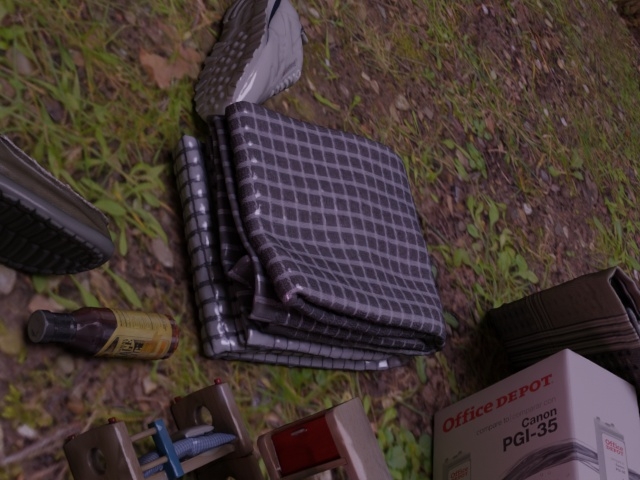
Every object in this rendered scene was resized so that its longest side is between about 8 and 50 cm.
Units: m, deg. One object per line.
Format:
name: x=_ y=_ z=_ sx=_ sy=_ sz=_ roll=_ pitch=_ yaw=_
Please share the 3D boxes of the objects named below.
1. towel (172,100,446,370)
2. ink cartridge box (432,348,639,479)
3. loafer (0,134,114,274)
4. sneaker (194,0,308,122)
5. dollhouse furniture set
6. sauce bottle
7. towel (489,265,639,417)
towel: x=0.000 y=0.000 z=1.001 sx=0.284 sy=0.121 sz=0.235 roll=14 pitch=56 yaw=-46
ink cartridge box: x=0.218 y=0.282 z=1.011 sx=0.117 sy=0.207 sz=0.283 roll=29 pitch=46 yaw=-26
loafer: x=-0.255 y=-0.060 z=0.744 sx=0.251 sy=0.094 sz=0.087 roll=37 pitch=47 yaw=-31
sneaker: x=-0.063 y=-0.189 z=1.081 sx=0.095 sy=0.090 sz=0.235 roll=51 pitch=37 yaw=-31
dollhouse furniture set: x=-0.071 y=0.167 z=0.748 sx=0.129 sy=0.184 sz=0.129 roll=-13 pitch=78 yaw=-54
sauce bottle: x=-0.174 y=0.074 z=0.805 sx=0.128 sy=0.042 sz=0.042 roll=10 pitch=60 yaw=-45
towel: x=0.339 y=0.190 z=1.165 sx=0.056 sy=0.324 sz=0.312 roll=-24 pitch=86 yaw=-18
